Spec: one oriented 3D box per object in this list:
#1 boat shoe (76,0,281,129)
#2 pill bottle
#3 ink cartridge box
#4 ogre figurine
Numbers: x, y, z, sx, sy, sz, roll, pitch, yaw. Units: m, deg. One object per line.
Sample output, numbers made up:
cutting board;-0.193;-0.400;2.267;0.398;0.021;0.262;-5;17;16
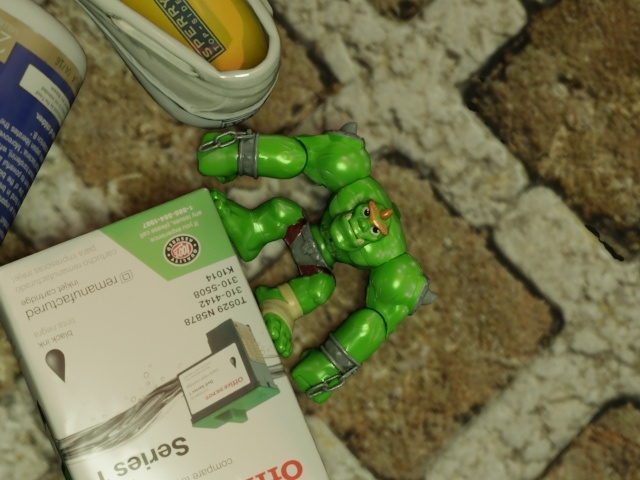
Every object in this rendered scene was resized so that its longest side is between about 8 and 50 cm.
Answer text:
boat shoe;-0.162;-0.234;1.101;0.136;0.156;0.367;-41;91;-16
pill bottle;-0.271;-0.038;1.045;0.153;0.153;0.265;25;76;-7
ink cartridge box;-0.109;0.099;1.086;0.160;0.092;0.219;-23;85;-14
ogre figurine;0.000;0.000;1.131;0.118;0.097;0.197;-25;70;3
